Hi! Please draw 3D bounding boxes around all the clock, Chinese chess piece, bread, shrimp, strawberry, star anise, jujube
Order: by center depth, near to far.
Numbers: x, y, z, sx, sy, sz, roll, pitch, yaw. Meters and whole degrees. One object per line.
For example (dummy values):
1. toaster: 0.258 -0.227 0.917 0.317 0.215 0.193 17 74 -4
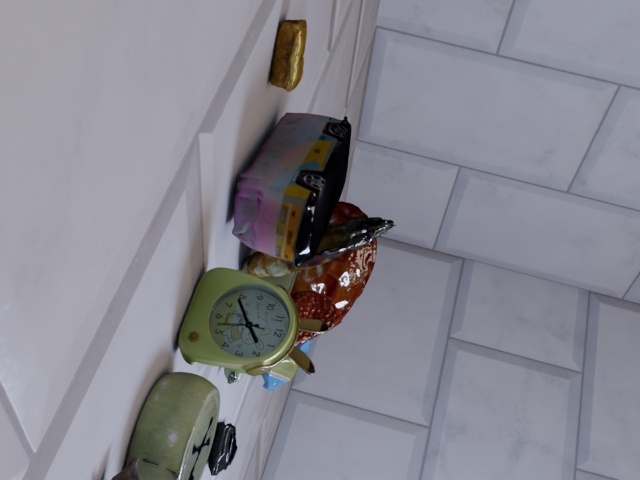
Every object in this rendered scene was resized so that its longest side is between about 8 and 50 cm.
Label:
1. star anise: -0.278 0.357 1.148 0.124 0.056 0.129 94 12 -62
2. Chinese chess piece: -0.235 0.327 1.346 0.238 0.092 0.237 16 90 -85
3. clock: -0.109 0.149 1.405 0.069 0.232 0.170 95 12 -60
4. bread: -0.056 -0.345 1.566 0.074 0.053 0.132 -61 163 -71
5. shrimp: 0.000 0.000 1.758 0.071 0.365 0.233 67 27 -8
6. strawberry: -0.046 0.168 1.878 0.236 0.175 0.106 140 -72 -87
7. jujube: 0.011 0.074 2.388 0.276 0.277 0.376 -68 174 -53

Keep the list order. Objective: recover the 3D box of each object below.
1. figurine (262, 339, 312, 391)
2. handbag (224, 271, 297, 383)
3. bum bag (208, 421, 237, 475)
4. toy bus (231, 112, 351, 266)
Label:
1. figurine: -0.109 0.314 2.539 0.262 0.154 0.180 -58 -175 2
2. handbag: -0.145 0.198 1.919 0.241 0.109 0.315 -65 172 -60
3. bum bag: -0.234 0.497 2.021 0.248 0.060 0.123 83 21 -78
4. toy bus: -0.056 -0.107 1.635 0.386 0.162 0.171 -68 166 -57
